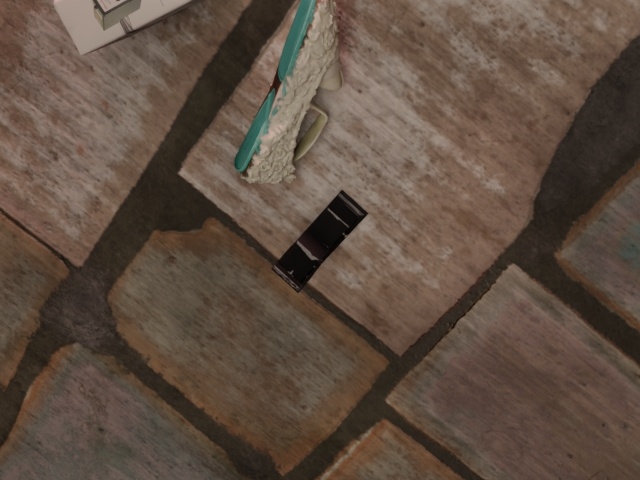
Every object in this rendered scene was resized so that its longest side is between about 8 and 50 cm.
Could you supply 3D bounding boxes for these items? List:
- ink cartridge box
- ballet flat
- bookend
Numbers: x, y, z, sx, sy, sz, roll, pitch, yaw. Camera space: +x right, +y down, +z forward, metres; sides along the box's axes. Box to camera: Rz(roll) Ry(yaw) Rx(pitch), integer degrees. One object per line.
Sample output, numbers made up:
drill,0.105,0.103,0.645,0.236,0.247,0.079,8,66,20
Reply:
ink cartridge box,-0.319,-0.458,1.776,0.272,0.198,0.115,-20,104,23
ballet flat,-0.036,-0.279,1.814,0.147,0.147,0.409,30,119,5
bookend,0.000,0.000,1.874,0.072,0.156,0.157,42,115,-1
